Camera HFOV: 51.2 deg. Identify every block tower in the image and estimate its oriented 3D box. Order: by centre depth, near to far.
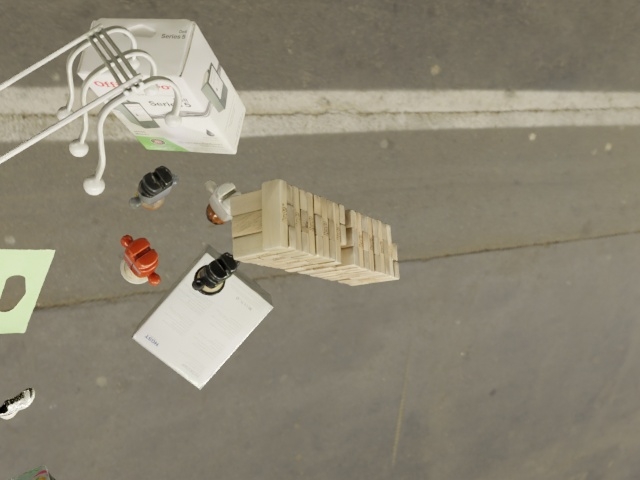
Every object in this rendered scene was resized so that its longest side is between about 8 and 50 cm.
[{"bbox_3d":[0.000,0.000,0.974,0.335,0.097,0.091,19,63,-58],"label":"block tower"}]

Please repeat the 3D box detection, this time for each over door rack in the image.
[{"bbox_3d":[-0.330,-0.125,0.747,0.324,0.239,0.108,-25,127,-14],"label":"over door rack"}]

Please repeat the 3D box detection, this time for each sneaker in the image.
[{"bbox_3d":[-0.625,0.333,1.369,0.083,0.032,0.037,-44,151,-7],"label":"sneaker"}]

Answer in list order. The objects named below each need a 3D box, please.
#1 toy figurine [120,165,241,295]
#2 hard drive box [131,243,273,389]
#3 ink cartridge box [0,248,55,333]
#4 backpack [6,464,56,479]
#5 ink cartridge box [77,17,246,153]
[{"bbox_3d":[-0.246,-0.013,1.199,0.212,0.148,0.210,9,72,-18],"label":"toy figurine"},{"bbox_3d":[-0.239,0.155,1.374,0.181,0.089,0.232,42,94,-12],"label":"hard drive box"},{"bbox_3d":[-0.437,0.079,0.756,0.235,0.056,0.171,5,135,-37],"label":"ink cartridge box"},{"bbox_3d":[-0.475,0.508,1.095,0.191,0.253,0.225,-14,114,-27],"label":"backpack"},{"bbox_3d":[-0.277,-0.271,1.217,0.273,0.198,0.115,58,39,-66],"label":"ink cartridge box"}]
